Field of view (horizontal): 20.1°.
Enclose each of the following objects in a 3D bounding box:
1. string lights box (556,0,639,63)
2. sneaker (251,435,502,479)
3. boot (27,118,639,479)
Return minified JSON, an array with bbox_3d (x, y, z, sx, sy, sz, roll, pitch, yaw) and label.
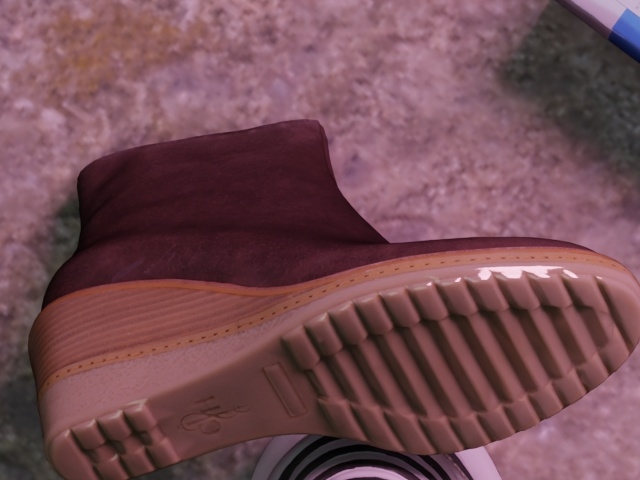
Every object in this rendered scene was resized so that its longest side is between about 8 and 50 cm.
[{"bbox_3d":[0.241,-0.083,0.776,0.259,0.077,0.133,38,98,4],"label":"string lights box"},{"bbox_3d":[0.043,0.295,0.730,0.169,0.257,0.448,-13,91,5],"label":"sneaker"},{"bbox_3d":[0.000,0.000,0.752,0.248,0.207,0.090,-12,124,9],"label":"boot"}]
